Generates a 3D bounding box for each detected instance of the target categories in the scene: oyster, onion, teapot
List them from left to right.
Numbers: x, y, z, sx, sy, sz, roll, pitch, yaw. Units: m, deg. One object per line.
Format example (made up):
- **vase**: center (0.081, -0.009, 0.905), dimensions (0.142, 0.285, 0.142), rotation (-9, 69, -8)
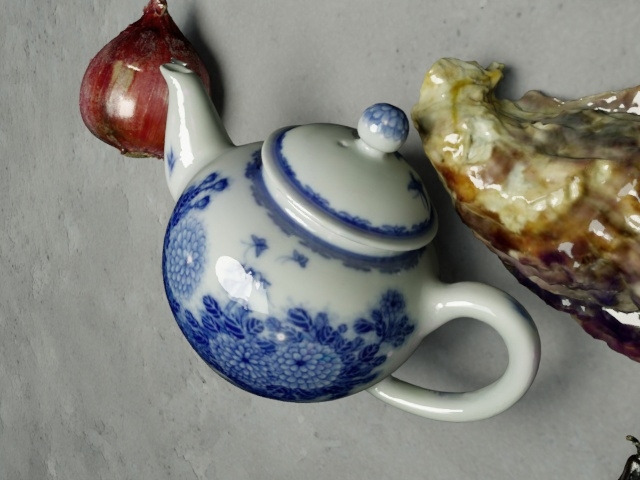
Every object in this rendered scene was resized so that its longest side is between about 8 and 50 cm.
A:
- **onion**: center (-0.201, -0.193, 0.731), dimensions (0.159, 0.159, 0.194), rotation (19, 99, 34)
- **teapot**: center (0.000, 0.000, 0.540), dimensions (0.424, 0.252, 0.280), rotation (38, 125, 11)
- **oyster**: center (0.211, -0.028, 0.471), dimensions (0.271, 0.100, 0.275), rotation (-6, 91, 24)

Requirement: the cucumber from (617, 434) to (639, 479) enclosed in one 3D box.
- **cucumber**: center (0.257, 0.238, 0.531), dimensions (0.039, 0.043, 0.163), rotation (-117, 37, -69)
